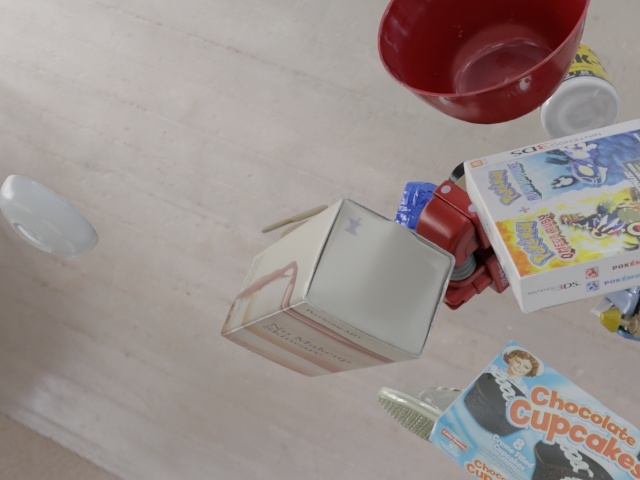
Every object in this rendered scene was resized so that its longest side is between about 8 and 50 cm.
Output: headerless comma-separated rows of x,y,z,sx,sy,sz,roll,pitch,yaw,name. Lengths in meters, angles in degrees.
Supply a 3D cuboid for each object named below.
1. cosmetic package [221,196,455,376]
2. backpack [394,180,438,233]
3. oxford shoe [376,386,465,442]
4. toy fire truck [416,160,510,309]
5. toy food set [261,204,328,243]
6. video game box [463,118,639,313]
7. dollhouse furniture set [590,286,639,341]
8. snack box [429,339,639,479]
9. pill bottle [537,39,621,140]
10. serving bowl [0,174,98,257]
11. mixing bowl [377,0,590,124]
0.006,0.072,0.883,0.153,0.129,0.296,28,156,-14,cosmetic package
0.238,-0.073,1.680,0.101,0.098,0.120,4,78,44,backpack
0.329,0.416,1.752,0.449,0.130,0.169,4,140,45,oxford shoe
0.189,0.024,1.129,0.158,0.246,0.217,43,171,41,toy fire truck
0.000,0.000,1.067,0.192,0.132,0.038,29,136,62,toy food set
0.247,-0.032,0.682,0.187,0.205,0.048,-16,124,5,video game box
0.516,-0.002,1.372,0.198,0.303,0.286,13,105,0,dollhouse furniture set
0.324,0.288,0.945,0.322,0.187,0.060,36,141,24,snack box
0.405,-0.252,1.198,0.119,0.208,0.119,2,128,3,pill bottle
-0.213,-0.012,0.565,0.083,0.027,0.083,24,152,13,serving bowl
0.152,-0.170,0.651,0.181,0.181,0.098,-5,149,27,mixing bowl
